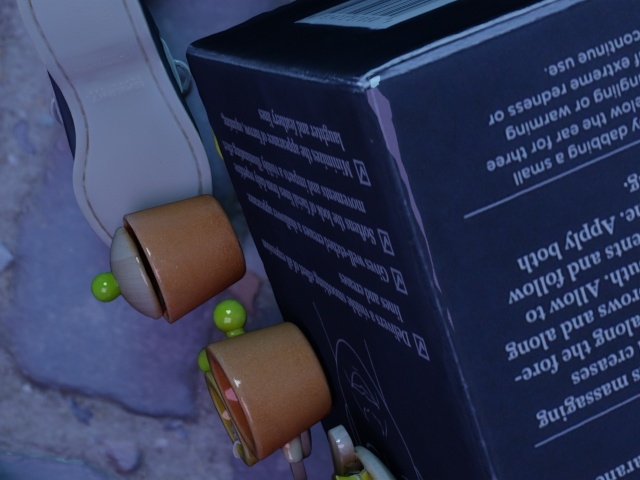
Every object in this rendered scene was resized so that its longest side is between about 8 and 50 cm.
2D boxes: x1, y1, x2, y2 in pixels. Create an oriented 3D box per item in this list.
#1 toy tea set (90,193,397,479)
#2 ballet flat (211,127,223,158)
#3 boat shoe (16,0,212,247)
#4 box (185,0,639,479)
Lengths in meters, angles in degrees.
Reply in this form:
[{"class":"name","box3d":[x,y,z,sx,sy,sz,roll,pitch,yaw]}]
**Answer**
[{"class":"toy tea set","box3d":[-0.055,0.128,0.760,0.124,0.336,0.200,-24,140,-13]},{"class":"ballet flat","box3d":[0.000,0.000,0.837,0.077,0.077,0.231,-28,104,20]},{"class":"boat shoe","box3d":[-0.132,-0.092,0.819,0.095,0.079,0.254,-17,129,5]},{"class":"box","box3d":[0.118,0.050,0.686,0.212,0.293,0.395,-23,108,-14]}]
